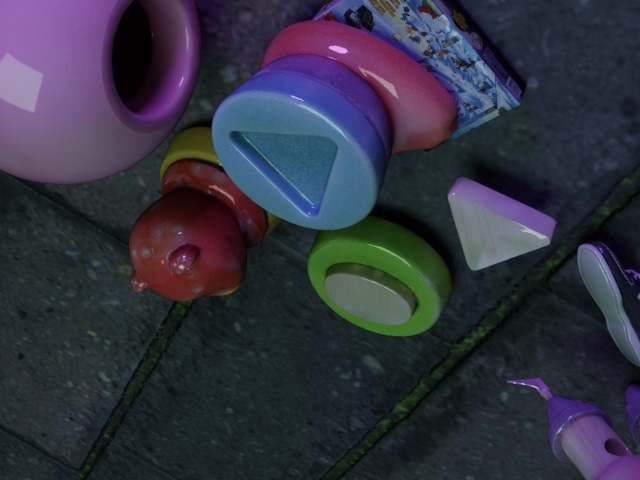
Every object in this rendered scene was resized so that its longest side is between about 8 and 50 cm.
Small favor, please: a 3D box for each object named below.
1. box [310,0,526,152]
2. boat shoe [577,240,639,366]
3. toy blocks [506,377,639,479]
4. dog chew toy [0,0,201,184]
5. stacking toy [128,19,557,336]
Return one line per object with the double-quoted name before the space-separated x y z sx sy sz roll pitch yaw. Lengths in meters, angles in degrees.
"box" 0.071 -0.135 0.765 0.094 0.027 0.137 -25 117 41
"boat shoe" 0.245 0.046 0.846 0.125 0.038 0.046 58 171 -22
"toy blocks" 0.330 0.178 0.831 0.289 0.260 0.309 7 115 -19
"dog chew toy" -0.256 -0.159 0.796 0.332 0.206 0.206 12 136 28
"stacking toy" 0.000 0.000 0.834 0.279 0.130 0.309 37 144 -10
